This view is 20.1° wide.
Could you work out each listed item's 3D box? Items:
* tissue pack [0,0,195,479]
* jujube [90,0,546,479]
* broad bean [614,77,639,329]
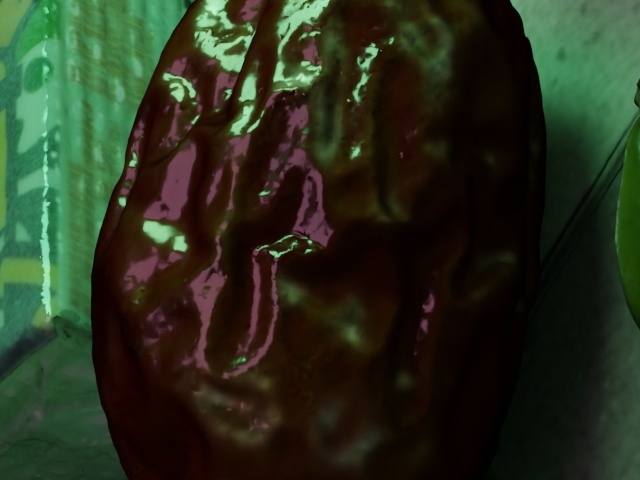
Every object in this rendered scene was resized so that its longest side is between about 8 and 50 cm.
[{"bbox_3d":[-0.163,0.000,0.973,0.228,0.128,0.311,-41,41,34],"label":"tissue pack"},{"bbox_3d":[0.000,0.000,0.692,0.174,0.174,0.250,-9,68,55],"label":"jujube"},{"bbox_3d":[0.134,0.027,0.583,0.070,0.048,0.214,-38,46,38],"label":"broad bean"}]
